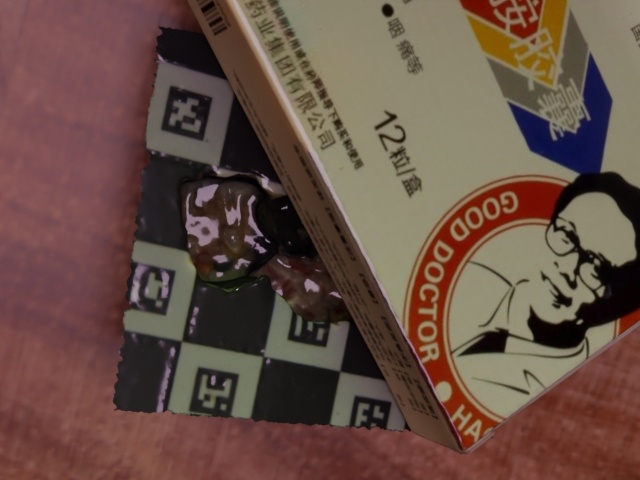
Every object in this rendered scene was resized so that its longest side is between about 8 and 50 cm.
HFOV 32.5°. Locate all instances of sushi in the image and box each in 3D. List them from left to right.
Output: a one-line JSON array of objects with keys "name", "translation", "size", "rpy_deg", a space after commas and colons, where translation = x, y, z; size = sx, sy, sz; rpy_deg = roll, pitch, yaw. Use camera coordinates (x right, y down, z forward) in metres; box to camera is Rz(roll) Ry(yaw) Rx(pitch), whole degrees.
[{"name": "sushi", "translation": [0.000, 0.000, 0.586], "size": [0.215, 0.050, 0.192], "rpy_deg": [8, 87, -23]}]

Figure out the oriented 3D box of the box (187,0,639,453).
[{"name": "box", "translation": [0.064, -0.099, 0.552], "size": [0.214, 0.069, 0.353], "rpy_deg": [-31, 103, -20]}]
